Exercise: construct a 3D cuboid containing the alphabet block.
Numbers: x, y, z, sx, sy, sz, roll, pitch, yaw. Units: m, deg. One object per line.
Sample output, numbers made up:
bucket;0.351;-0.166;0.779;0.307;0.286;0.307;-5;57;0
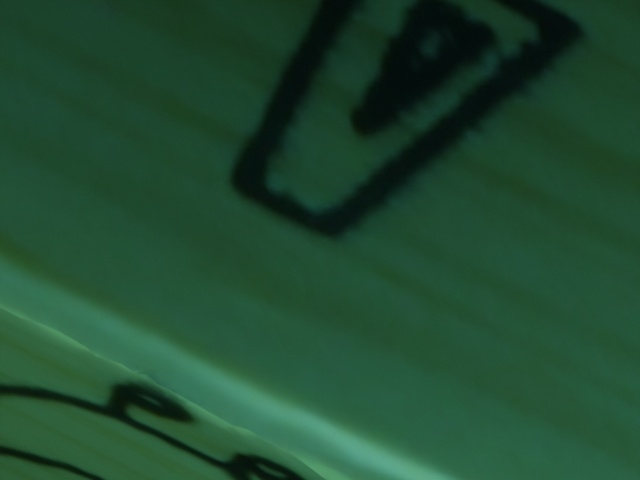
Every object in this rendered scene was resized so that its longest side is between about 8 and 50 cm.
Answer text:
alphabet block;0.000;0.000;0.453;0.197;0.193;0.192;27;150;-2
